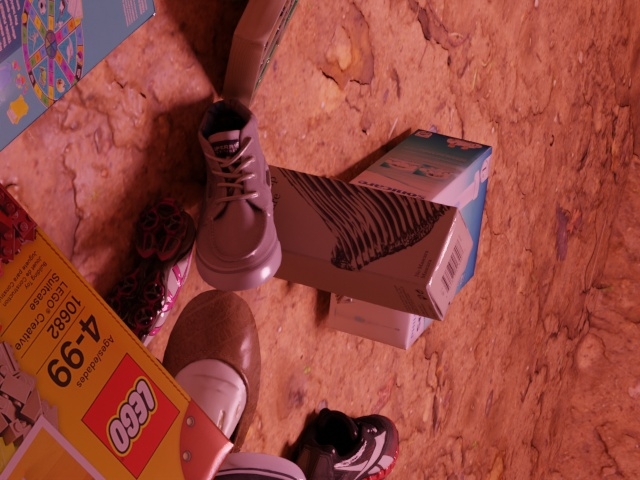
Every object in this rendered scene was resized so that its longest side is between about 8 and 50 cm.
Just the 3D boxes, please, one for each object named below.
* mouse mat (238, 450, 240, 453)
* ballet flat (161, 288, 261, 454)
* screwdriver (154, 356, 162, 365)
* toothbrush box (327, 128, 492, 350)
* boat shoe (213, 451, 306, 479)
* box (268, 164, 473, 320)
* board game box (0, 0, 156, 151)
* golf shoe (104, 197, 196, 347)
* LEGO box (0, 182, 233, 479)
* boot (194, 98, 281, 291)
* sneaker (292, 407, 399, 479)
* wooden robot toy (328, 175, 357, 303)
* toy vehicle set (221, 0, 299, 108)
[{"bbox_3d":[-0.113,0.268,1.802,0.152,0.007,0.190,125,-20,-63],"label":"mouse mat"},{"bbox_3d":[-0.141,0.226,1.659,0.124,0.116,0.342,-92,-160,-71],"label":"ballet flat"},{"bbox_3d":[-0.223,0.183,1.626,0.170,0.025,0.024,-48,144,-41],"label":"screwdriver"},{"bbox_3d":[0.131,-0.008,2.139,0.295,0.126,0.216,-42,142,-58],"label":"toothbrush box"},{"bbox_3d":[-0.143,0.297,1.556,0.301,0.102,0.108,-3,119,-24],"label":"boat shoe"},{"bbox_3d":[0.030,-0.001,1.763,0.113,0.275,0.094,-68,154,-21],"label":"box"},{"bbox_3d":[-0.271,-0.223,1.229,0.336,0.079,0.254,-51,146,-43],"label":"board game box"},{"bbox_3d":[-0.175,0.053,1.600,0.186,0.067,0.086,-68,156,-19],"label":"golf shoe"},{"bbox_3d":[-0.338,0.213,1.000,0.372,0.193,0.500,52,50,-26],"label":"LEGO box"},{"bbox_3d":[-0.099,-0.056,1.606,0.258,0.095,0.123,-103,-177,-60],"label":"boot"},{"bbox_3d":[0.043,0.294,2.167,0.276,0.097,0.135,-28,129,-58],"label":"sneaker"},{"bbox_3d":[0.000,0.000,1.976,0.079,0.076,0.173,-5,83,-26],"label":"wooden robot toy"},{"bbox_3d":[-0.037,-0.293,1.674,0.166,0.035,0.267,114,-1,-70],"label":"toy vehicle set"}]
